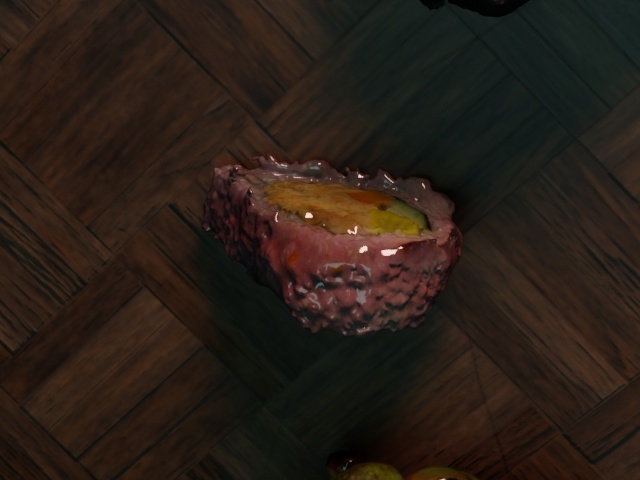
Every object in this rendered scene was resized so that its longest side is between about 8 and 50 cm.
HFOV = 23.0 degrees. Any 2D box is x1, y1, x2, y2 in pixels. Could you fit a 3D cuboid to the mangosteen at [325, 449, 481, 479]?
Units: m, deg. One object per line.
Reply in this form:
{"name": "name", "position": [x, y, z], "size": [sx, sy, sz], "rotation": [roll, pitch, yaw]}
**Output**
{"name": "mangosteen", "position": [0.092, 0.335, 1.385], "size": [0.300, 0.300, 0.300], "rotation": [5, 112, 12]}

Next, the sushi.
{"name": "sushi", "position": [-0.002, 0.008, 1.339], "size": [0.241, 0.161, 0.107], "rotation": [11, 115, 9]}

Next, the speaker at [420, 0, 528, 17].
{"name": "speaker", "position": [0.199, -0.326, 1.183], "size": [0.388, 0.184, 0.180], "rotation": [-33, 102, 12]}
